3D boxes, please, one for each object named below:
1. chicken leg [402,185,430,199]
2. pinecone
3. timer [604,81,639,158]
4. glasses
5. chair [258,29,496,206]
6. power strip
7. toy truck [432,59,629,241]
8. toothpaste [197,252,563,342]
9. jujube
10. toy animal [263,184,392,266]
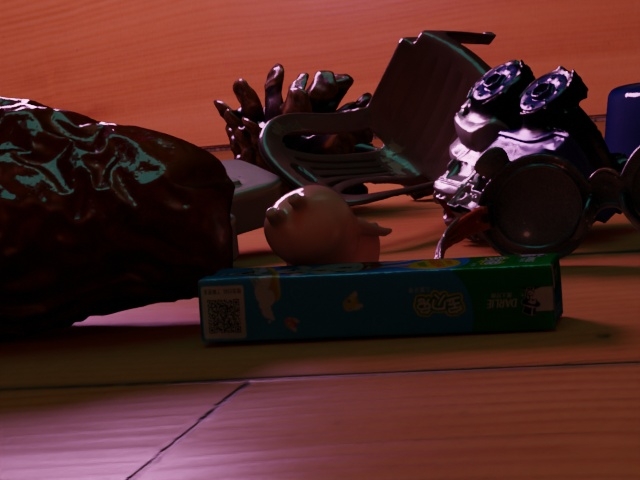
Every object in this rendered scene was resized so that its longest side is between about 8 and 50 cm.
[{"bbox_3d":[0.212,-0.093,2.132,0.196,0.080,0.125,-18,2,-28],"label":"chicken leg"},{"bbox_3d":[-0.022,-0.133,2.065,0.201,0.202,0.229,-15,-12,-8],"label":"pinecone"},{"bbox_3d":[0.453,-0.244,1.857,0.270,0.383,0.270,-5,7,1],"label":"timer"},{"bbox_3d":[0.210,-0.026,1.311,0.234,0.118,0.268,-6,5,22],"label":"glasses"},{"bbox_3d":[0.106,-0.137,1.786,0.175,0.183,0.326,40,25,32],"label":"chair"},{"bbox_3d":[-0.155,-0.018,1.667,0.265,0.059,0.193,-17,23,-27],"label":"power strip"},{"bbox_3d":[0.206,-0.069,1.630,0.177,0.161,0.213,-44,25,-11],"label":"toy truck"},{"bbox_3d":[0.043,0.043,1.187,0.266,0.050,0.065,-3,4,14],"label":"toothpaste"},{"bbox_3d":[-0.235,-0.016,1.304,0.342,0.216,0.216,4,8,8],"label":"jujube"},{"bbox_3d":[-0.001,0.006,1.272,0.083,0.089,0.150,13,-26,33],"label":"toy animal"}]
